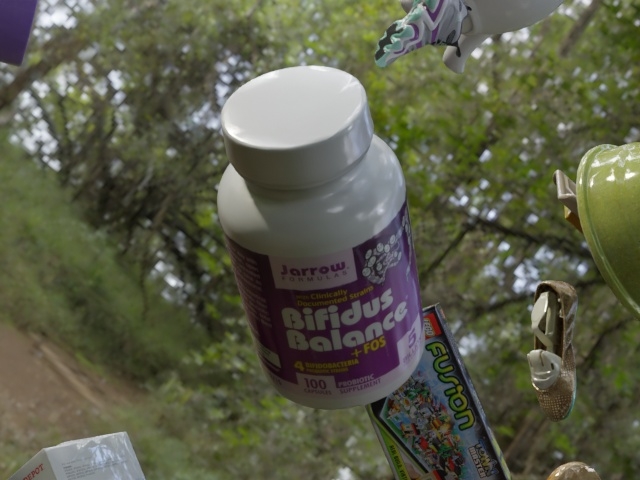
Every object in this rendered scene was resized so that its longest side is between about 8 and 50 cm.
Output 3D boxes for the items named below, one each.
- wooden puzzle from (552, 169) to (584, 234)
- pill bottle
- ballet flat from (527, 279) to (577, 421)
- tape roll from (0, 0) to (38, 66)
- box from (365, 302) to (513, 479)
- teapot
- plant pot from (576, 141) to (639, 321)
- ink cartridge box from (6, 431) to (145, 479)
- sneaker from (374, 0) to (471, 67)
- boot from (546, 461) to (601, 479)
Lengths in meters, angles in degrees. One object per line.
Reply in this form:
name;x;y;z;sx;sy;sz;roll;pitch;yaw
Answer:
wooden puzzle;0.461;-0.015;1.863;0.221;0.044;0.238;42;13;-3
pill bottle;0.000;0.000;1.045;0.169;0.169;0.301;29;-35;38
ballet flat;0.318;0.149;1.604;0.067;0.206;0.073;25;-33;-32
tape roll;-0.358;-0.298;1.300;0.080;0.188;0.189;14;-4;-18
box;0.112;0.182;1.220;0.207;0.114;0.036;67;13;3
teapot;0.169;-0.336;1.354;0.256;0.187;0.252;50;-3;-13
plant pot;0.516;-0.047;1.480;0.276;0.276;0.254;42;-46;-21
ink cartridge box;-0.282;0.340;1.377;0.127;0.128;0.176;-5;64;-48
sneaker;0.102;-0.186;1.064;0.069;0.098;0.038;35;13;-27
boot;0.195;0.325;1.215;0.211;0.104;0.295;36;-51;57
